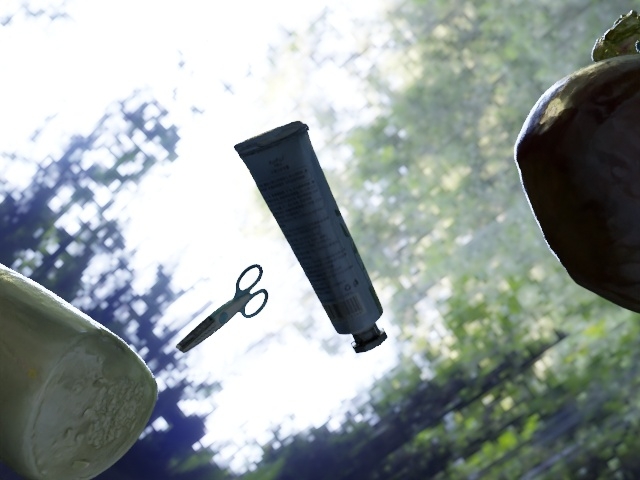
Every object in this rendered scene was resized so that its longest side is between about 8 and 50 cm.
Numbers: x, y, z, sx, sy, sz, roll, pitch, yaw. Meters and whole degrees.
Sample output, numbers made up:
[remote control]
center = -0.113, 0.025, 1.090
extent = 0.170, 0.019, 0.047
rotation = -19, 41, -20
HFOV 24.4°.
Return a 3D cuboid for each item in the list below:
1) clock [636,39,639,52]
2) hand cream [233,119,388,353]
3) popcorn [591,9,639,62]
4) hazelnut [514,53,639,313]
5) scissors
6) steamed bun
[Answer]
[clock]
center = 0.386, -0.132, 1.406
extent = 0.211, 0.159, 0.066
rotation = 15, -157, -6
[hand cream]
center = 0.000, 0.000, 1.516
extent = 0.256, 0.088, 0.055
rotation = 63, -147, -17
[popcorn]
center = 0.425, -0.260, 1.986
extent = 0.109, 0.089, 0.097
rotation = 6, -162, -29
[hazelnut]
center = 0.284, -0.050, 1.284
extent = 0.251, 0.217, 0.217
rotation = 47, -152, -33
[scissors]
center = -0.093, 0.070, 1.406
extent = 0.014, 0.058, 0.119
rotation = 22, -134, 37
[steamed bun]
center = -0.277, 0.130, 1.399
extent = 0.200, 0.155, 0.250
rotation = 30, 166, 22
